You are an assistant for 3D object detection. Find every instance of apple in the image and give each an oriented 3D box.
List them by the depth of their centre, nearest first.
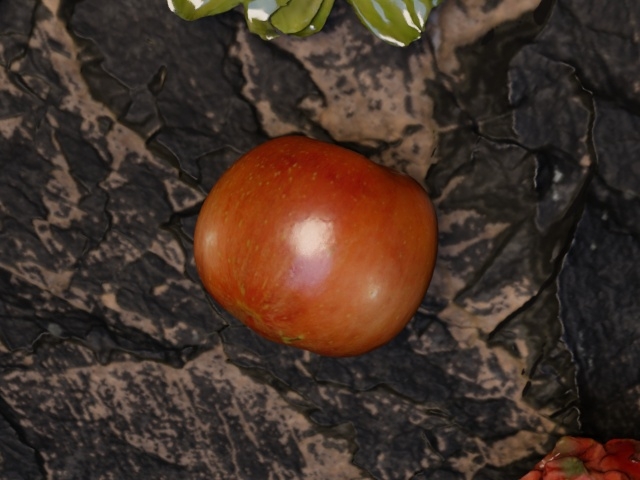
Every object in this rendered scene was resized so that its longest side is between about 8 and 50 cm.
[{"bbox_3d":[0.000,0.000,0.625,0.163,0.163,0.139,25,105,-5],"label":"apple"}]

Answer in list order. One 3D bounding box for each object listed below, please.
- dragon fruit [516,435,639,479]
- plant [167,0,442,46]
[{"bbox_3d":[0.246,0.268,0.692,0.252,0.241,0.241,7,122,-27],"label":"dragon fruit"},{"bbox_3d":[-0.038,-0.241,0.489,0.261,0.297,0.306,37,139,23],"label":"plant"}]
